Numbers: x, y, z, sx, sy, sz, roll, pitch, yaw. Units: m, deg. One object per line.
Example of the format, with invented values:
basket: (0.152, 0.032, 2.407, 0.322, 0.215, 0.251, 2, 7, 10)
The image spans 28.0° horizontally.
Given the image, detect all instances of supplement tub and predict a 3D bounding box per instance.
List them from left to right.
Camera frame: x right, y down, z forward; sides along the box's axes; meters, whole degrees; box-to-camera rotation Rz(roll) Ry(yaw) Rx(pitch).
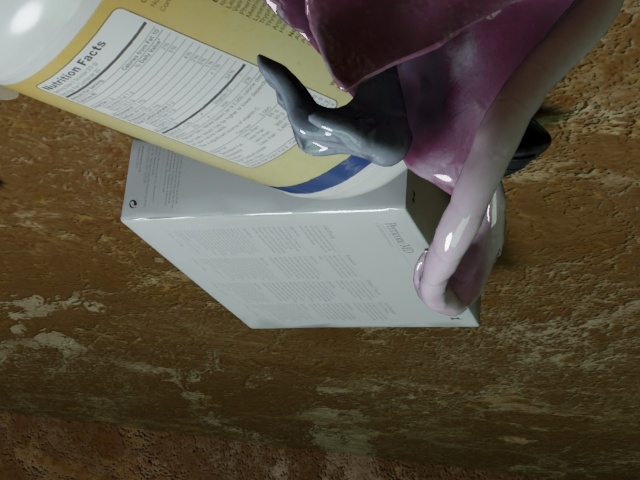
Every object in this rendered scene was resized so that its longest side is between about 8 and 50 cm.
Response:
supplement tub: (-0.079, -0.170, 0.700, 0.316, 0.228, 0.228, 20, 156, -35)

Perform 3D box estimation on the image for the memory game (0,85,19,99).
memory game: (-0.305, -0.165, 1.094, 0.186, 0.012, 0.186, 5, 160, 2)

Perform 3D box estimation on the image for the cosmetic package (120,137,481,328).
cosmetic package: (0.000, 0.000, 1.357, 0.284, 0.097, 0.377, 1, 160, 18)

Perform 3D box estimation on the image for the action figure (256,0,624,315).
action figure: (0.123, -0.188, 0.513, 0.370, 0.276, 0.248, -31, 166, -4)

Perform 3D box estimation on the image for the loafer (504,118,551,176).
loafer: (0.109, -0.108, 1.067, 0.078, 0.076, 0.223, -18, 155, 38)
